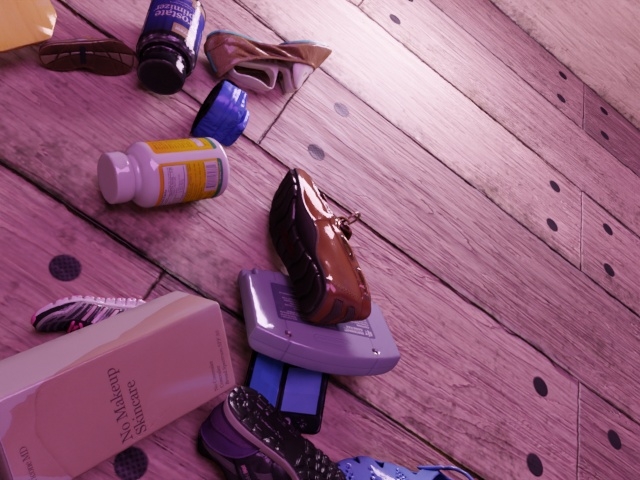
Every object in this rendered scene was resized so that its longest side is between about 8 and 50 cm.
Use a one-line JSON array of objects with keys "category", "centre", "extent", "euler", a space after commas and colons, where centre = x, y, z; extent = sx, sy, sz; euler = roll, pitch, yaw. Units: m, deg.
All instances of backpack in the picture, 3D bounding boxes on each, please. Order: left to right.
[{"category": "backpack", "centre": [-0.197, -0.264, 1.156], "extent": [0.101, 0.120, 0.097], "euler": [23, 49, -21]}]

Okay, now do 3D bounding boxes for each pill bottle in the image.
[{"category": "pill bottle", "centre": [-0.281, -0.122, 1.004], "extent": [0.208, 0.117, 0.117], "euler": [-14, 70, -40]}, {"category": "pill bottle", "centre": [-0.315, -0.415, 1.172], "extent": [0.123, 0.123, 0.219], "euler": [18, 54, -24]}]

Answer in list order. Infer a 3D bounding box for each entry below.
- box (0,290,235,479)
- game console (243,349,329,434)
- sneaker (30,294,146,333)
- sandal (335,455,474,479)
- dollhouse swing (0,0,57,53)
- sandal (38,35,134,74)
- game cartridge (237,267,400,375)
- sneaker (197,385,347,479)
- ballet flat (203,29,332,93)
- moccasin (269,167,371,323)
[{"category": "box", "centre": [-0.283, 0.192, 0.754], "extent": [0.311, 0.121, 0.147], "euler": [-24, 112, -42]}, {"category": "game console", "centre": [-0.054, 0.238, 0.938], "extent": [0.124, 0.085, 0.144], "euler": [3, 52, 10]}, {"category": "sneaker", "centre": [-0.336, 0.128, 0.835], "extent": [0.170, 0.063, 0.074], "euler": [4, 53, -38]}, {"category": "sandal", "centre": [0.141, 0.419, 0.926], "extent": [0.318, 0.138, 0.126], "euler": [12, 57, -27]}, {"category": "dollhouse swing", "centre": [-0.699, -0.462, 0.944], "extent": [0.347, 0.315, 0.304], "euler": [-50, 138, -50]}, {"category": "sandal", "centre": [-0.456, -0.367, 1.091], "extent": [0.180, 0.072, 0.049], "euler": [-11, 46, -35]}, {"category": "game cartridge", "centre": [-0.003, 0.152, 1.013], "extent": [0.294, 0.060, 0.196], "euler": [16, 26, -25]}, {"category": "sneaker", "centre": [-0.064, 0.358, 0.835], "extent": [0.283, 0.124, 0.107], "euler": [45, 19, 10]}, {"category": "ballet flat", "centre": [-0.113, -0.418, 1.339], "extent": [0.343, 0.116, 0.124], "euler": [-7, 86, -37]}, {"category": "moccasin", "centre": [0.001, -0.002, 1.074], "extent": [0.147, 0.139, 0.380], "euler": [13, 31, -32]}]
